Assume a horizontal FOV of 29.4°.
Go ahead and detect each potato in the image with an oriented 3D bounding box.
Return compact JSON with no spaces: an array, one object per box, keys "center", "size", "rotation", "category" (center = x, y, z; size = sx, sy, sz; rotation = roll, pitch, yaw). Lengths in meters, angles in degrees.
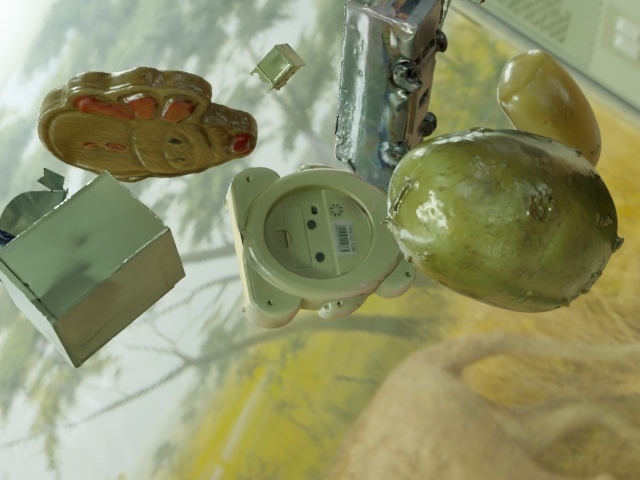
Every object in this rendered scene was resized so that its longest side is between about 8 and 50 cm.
[{"center":[0.220,-0.025,1.480],"size":[0.359,0.269,0.219],"rotation":[-4,-64,-66],"category":"potato"}]

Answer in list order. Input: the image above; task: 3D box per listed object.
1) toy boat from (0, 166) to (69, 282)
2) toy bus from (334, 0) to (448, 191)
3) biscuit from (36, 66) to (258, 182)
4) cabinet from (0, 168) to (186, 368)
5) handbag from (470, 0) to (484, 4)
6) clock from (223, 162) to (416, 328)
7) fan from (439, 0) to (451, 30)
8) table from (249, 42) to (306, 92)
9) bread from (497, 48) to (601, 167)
[{"center":[-0.493,-0.002,2.215],"size":[0.070,0.210,0.292],"rotation":[-39,9,34],"category":"toy boat"},{"center":[0.093,-0.214,1.710],"size":[0.112,0.137,0.317],"rotation":[-53,-21,-40],"category":"toy bus"},{"center":[-0.300,-0.192,2.123],"size":[0.359,0.381,0.074],"rotation":[100,174,-69],"category":"biscuit"},{"center":[-0.320,0.040,1.706],"size":[0.206,0.145,0.150],"rotation":[-40,-25,-19],"category":"cabinet"},{"center":[0.163,-0.463,1.594],"size":[0.151,0.298,0.171],"rotation":[-20,-23,-26],"category":"handbag"},{"center":[0.000,0.000,2.142],"size":[0.114,0.309,0.284],"rotation":[118,144,-66],"category":"clock"},{"center":[0.224,-0.433,2.049],"size":[0.009,0.190,0.329],"rotation":[17,89,59],"category":"fan"},{"center":[-0.087,-0.351,2.493],"size":[0.083,0.062,0.079],"rotation":[-43,-4,20],"category":"table"},{"center":[0.358,-0.190,1.860],"size":[0.098,0.217,0.147],"rotation":[-16,36,34],"category":"bread"}]
